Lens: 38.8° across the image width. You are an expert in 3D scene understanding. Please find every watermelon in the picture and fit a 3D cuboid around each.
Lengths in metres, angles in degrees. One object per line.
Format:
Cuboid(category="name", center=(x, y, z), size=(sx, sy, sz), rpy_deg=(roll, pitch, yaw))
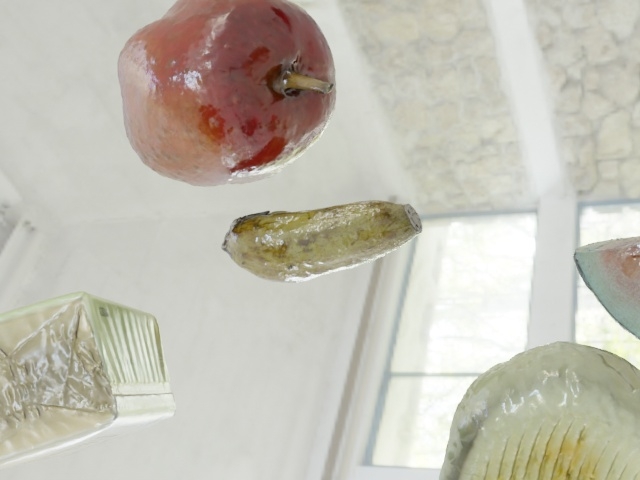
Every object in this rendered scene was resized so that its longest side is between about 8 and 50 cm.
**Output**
Cuboid(category="watermelon", center=(0.403, 0.044, 1.032), size=(0.207, 0.202, 0.136), rpy_deg=(-39, -59, -56))

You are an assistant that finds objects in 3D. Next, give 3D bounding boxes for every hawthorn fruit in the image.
Cuboid(category="hawthorn fruit", center=(-0.096, -0.196, 1.178), size=(0.287, 0.330, 0.287), rpy_deg=(-6, -81, -40))

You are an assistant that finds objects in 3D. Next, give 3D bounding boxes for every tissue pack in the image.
Cuboid(category="tissue pack", center=(-0.236, 0.129, 0.819), size=(0.234, 0.159, 0.125), rpy_deg=(68, -175, -80))

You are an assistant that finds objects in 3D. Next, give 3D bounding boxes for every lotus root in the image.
Cuboid(category="lotus root", center=(0.000, 0.000, 1.160), size=(0.110, 0.258, 0.097), rpy_deg=(-9, -90, -80))

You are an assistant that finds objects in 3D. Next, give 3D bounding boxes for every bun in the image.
Cuboid(category="bun", center=(0.207, 0.192, 0.805), size=(0.153, 0.243, 0.244), rpy_deg=(-73, -28, -64))
